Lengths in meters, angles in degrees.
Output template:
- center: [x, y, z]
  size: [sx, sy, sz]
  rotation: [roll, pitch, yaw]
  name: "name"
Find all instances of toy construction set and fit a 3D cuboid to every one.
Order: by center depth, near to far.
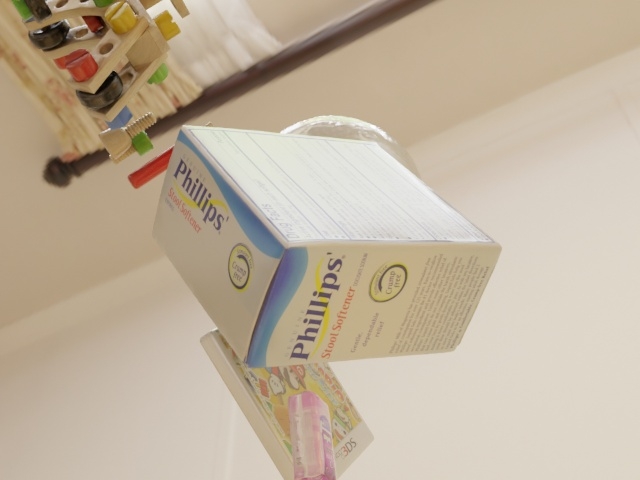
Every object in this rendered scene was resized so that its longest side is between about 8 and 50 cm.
- center: [-0.236, -0.260, 1.270]
  size: [0.237, 0.309, 0.257]
  rotation: [-34, -159, -11]
  name: "toy construction set"

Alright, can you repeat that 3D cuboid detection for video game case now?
- center: [-0.033, 0.185, 1.152]
  size: [0.026, 0.227, 0.206]
  rotation: [-34, 176, 23]
  name: "video game case"

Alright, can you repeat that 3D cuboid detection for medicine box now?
- center: [0.000, 0.000, 1.063]
  size: [0.289, 0.149, 0.263]
  rotation: [0, -149, -34]
  name: "medicine box"

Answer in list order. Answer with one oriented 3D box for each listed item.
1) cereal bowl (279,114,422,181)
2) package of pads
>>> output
- center: [-0.002, -0.050, 1.562]
  size: [0.339, 0.141, 0.339]
  rotation: [-5, -101, 27]
  name: "cereal bowl"
- center: [-0.008, 0.187, 0.888]
  size: [0.032, 0.050, 0.083]
  rotation: [-15, -119, 16]
  name: "package of pads"
